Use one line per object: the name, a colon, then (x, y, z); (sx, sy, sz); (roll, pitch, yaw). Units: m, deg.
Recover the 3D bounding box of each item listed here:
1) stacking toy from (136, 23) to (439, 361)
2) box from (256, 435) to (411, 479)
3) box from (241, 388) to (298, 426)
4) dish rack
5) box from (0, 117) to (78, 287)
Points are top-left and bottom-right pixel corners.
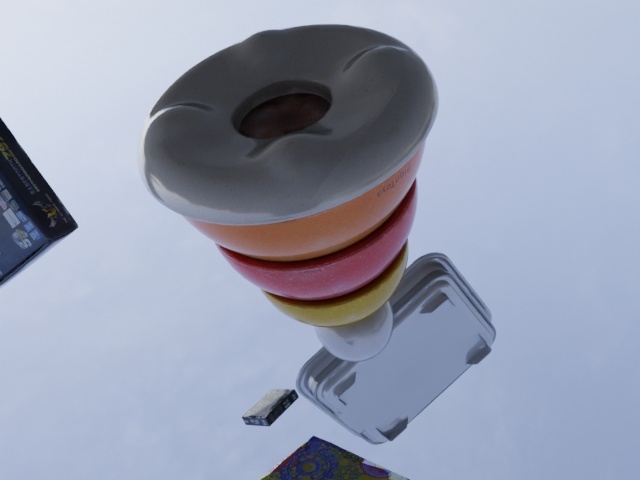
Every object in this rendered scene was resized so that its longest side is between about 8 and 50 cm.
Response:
stacking toy: (0.000, 0.000, 1.072); (0.351, 0.479, 0.350); (-9, -138, 8)
box: (-0.021, 0.331, 0.499); (0.177, 0.279, 0.290); (16, -149, 39)
box: (-0.087, 0.290, 1.445); (0.067, 0.018, 0.083); (-10, -158, 45)
dish rack: (0.148, 0.204, 1.404); (0.333, 0.285, 0.072); (-42, -136, 1)
box: (-0.440, -0.060, 1.047); (0.232, 0.183, 0.059); (56, -148, -5)
